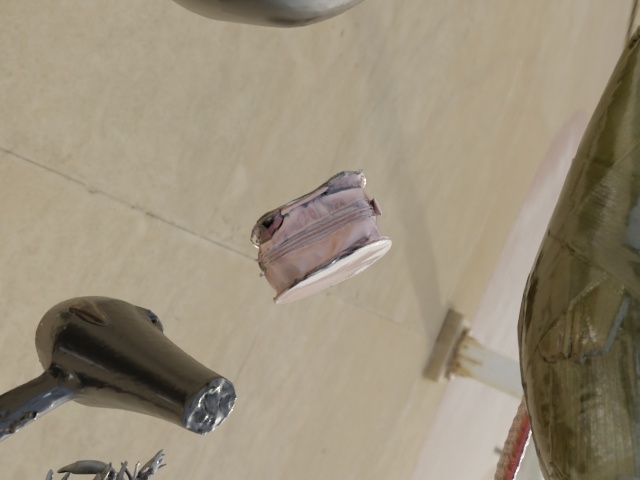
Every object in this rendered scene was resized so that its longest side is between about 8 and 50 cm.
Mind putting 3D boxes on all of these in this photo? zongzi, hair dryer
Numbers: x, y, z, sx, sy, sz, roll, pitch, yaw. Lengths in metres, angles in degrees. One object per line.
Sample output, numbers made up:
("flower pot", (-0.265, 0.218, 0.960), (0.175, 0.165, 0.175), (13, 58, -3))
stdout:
("zongzi", (0.218, 0.030, 0.580), (0.274, 0.145, 0.300), (-68, 158, -55))
("hair dryer", (-0.272, 0.179, 0.728), (0.359, 0.303, 0.120), (-33, 121, -29))

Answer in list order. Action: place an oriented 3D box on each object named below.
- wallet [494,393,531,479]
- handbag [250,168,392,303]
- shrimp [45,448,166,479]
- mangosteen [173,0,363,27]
("wallet", (0.206, 0.198, 0.840), (0.103, 0.020, 0.197), (-51, 156, -55))
("handbag", (-0.001, -0.001, 1.189), (0.205, 0.116, 0.179), (-28, 168, -1))
("shrimp", (-0.131, 0.155, 0.447), (0.165, 0.065, 0.056), (-48, 157, 20))
("mangosteen", (-0.021, -0.285, 0.531), (0.297, 0.313, 0.297), (8, 90, -75))
